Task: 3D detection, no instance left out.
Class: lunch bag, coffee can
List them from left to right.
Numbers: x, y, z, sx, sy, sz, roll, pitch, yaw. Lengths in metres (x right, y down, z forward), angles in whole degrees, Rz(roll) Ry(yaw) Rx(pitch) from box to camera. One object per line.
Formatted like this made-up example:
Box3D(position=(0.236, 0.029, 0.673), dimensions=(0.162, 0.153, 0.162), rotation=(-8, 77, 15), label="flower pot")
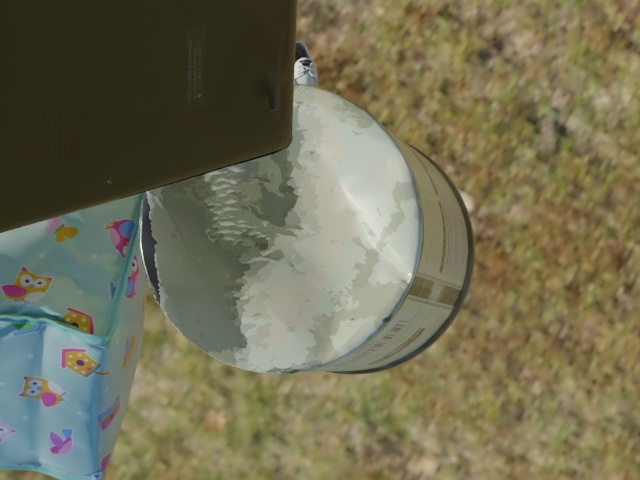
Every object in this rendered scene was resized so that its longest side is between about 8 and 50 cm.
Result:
Box3D(position=(-0.226, 0.039, 1.539), dimensions=(0.160, 0.262, 0.223), rotation=(9, 139, -3), label="lunch bag")
Box3D(position=(0.000, 0.000, 1.345), dimensions=(0.201, 0.202, 0.275), rotation=(23, -179, 13), label="coffee can")

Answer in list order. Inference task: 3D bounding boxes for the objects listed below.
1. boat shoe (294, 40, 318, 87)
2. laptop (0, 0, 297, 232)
Box3D(position=(-0.019, -0.173, 1.857), dimensions=(0.035, 0.100, 0.035), rotation=(7, 126, -13), label="boat shoe")
Box3D(position=(-0.226, -0.208, 0.808), dimensions=(0.236, 0.408, 0.382), rotation=(21, 118, 39), label="laptop")
